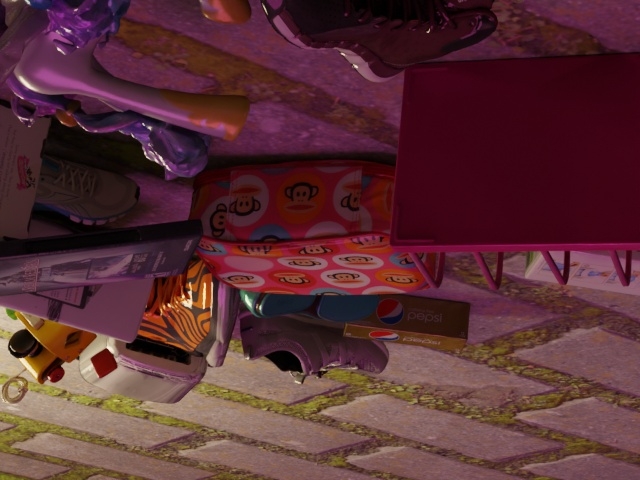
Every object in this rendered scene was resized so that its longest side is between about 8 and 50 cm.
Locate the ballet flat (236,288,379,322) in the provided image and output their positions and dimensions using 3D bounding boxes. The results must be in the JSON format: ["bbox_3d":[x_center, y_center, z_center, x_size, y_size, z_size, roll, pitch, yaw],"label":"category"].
[{"bbox_3d":[-0.020,0.062,2.102,0.247,0.083,0.087,4,-150,-47],"label":"ballet flat"}]

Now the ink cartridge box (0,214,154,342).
[{"bbox_3d":[-0.388,0.026,1.987,0.289,0.122,0.211,20,178,-31],"label":"ink cartridge box"}]

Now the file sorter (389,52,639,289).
[{"bbox_3d":[0.241,-0.058,1.563,0.290,0.202,0.182,-1,159,18],"label":"file sorter"}]

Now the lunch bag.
[{"bbox_3d":[0.000,0.000,1.889,0.293,0.120,0.258,0,158,18],"label":"lunch bag"}]

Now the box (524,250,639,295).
[{"bbox_3d":[0.351,-0.008,1.772,0.203,0.114,0.103,9,157,-4],"label":"box"}]

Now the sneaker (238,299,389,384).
[{"bbox_3d":[-0.017,0.173,2.341,0.281,0.115,0.105,20,155,-31],"label":"sneaker"}]

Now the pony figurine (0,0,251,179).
[{"bbox_3d":[-0.244,-0.181,1.367,0.363,0.303,0.351,18,124,-20],"label":"pony figurine"}]

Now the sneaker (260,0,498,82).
[{"bbox_3d":[0.065,-0.223,1.331,0.162,0.106,0.281,-12,169,25],"label":"sneaker"}]

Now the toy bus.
[{"bbox_3d":[-0.397,0.124,2.224,0.191,0.202,0.104,-6,155,16],"label":"toy bus"}]

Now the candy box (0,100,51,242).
[{"bbox_3d":[-0.421,-0.086,1.731,0.196,0.165,0.070,17,157,-25],"label":"candy box"}]

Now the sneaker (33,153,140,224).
[{"bbox_3d":[-0.320,-0.071,1.878,0.190,0.071,0.083,5,153,2],"label":"sneaker"}]

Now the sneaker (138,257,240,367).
[{"bbox_3d":[-0.207,0.082,2.159,0.180,0.125,0.321,16,150,-1],"label":"sneaker"}]

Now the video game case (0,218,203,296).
[{"bbox_3d":[-0.285,0.024,1.779,0.274,0.026,0.196,-8,167,-14],"label":"video game case"}]

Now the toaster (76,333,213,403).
[{"bbox_3d":[-0.281,0.171,2.406,0.227,0.129,0.146,18,152,-22],"label":"toaster"}]

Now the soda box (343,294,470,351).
[{"bbox_3d":[0.127,0.118,2.238,0.181,0.058,0.061,7,158,-2],"label":"soda box"}]
